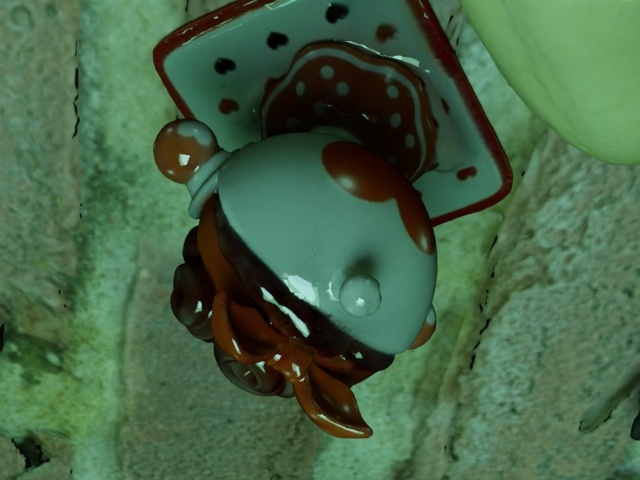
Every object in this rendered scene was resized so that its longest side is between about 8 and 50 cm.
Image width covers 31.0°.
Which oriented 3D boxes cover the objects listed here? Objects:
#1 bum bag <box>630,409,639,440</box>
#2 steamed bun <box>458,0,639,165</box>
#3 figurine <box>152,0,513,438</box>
[{"bbox_3d":[0.267,0.046,0.677,0.137,0.074,0.310,-6,135,-3],"label":"bum bag"},{"bbox_3d":[0.158,-0.158,0.467,0.232,0.166,0.273,-15,125,21],"label":"steamed bun"},{"bbox_3d":[0.000,0.000,0.581,0.160,0.226,0.183,-21,124,21],"label":"figurine"}]
